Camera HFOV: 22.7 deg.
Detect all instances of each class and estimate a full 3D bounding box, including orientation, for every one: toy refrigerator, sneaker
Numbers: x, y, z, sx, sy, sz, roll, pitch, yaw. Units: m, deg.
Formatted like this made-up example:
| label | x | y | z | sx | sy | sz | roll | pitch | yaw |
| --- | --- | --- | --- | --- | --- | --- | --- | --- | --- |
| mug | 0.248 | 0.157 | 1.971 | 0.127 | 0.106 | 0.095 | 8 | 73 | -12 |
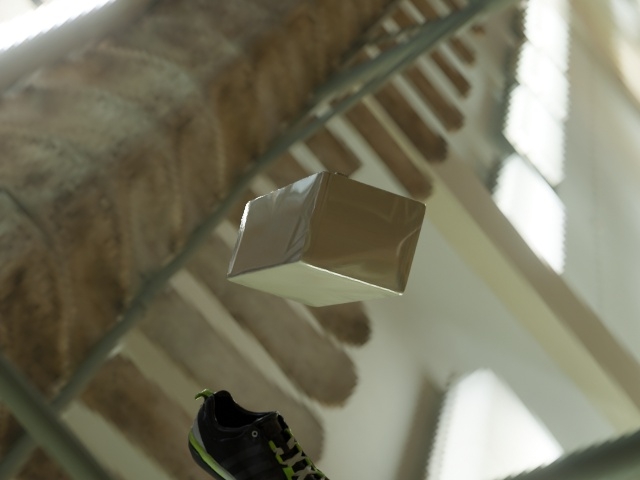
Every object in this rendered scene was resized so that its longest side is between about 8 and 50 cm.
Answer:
| label | x | y | z | sx | sy | sz | roll | pitch | yaw |
| --- | --- | --- | --- | --- | --- | --- | --- | --- | --- |
| toy refrigerator | 0.000 | 0.000 | 1.500 | 0.102 | 0.094 | 0.269 | 18 | 171 | -14 |
| sneaker | -0.059 | 0.243 | 1.782 | 0.234 | 0.097 | 0.084 | 27 | -151 | 26 |
